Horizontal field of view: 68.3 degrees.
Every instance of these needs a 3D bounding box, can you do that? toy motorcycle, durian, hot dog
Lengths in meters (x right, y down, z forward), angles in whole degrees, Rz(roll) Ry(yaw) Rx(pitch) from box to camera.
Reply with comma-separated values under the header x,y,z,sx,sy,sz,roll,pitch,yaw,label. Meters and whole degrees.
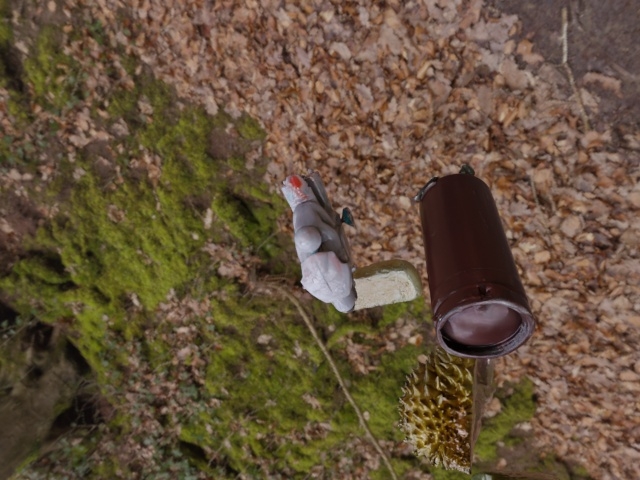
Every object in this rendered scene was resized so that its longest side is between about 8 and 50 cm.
x,y,z,sx,sy,sz,roll,pitch,yaw,label
0.000,0.000,0.800,0.171,0.110,0.261,14,-124,-74,toy motorcycle
0.205,0.233,0.749,0.137,0.249,0.183,-6,102,37,durian
0.115,0.092,1.007,0.242,0.073,0.084,-21,110,43,hot dog

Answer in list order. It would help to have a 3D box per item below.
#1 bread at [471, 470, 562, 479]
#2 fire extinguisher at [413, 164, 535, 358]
x,y,z,sx,sy,sz,roll,pitch,yaw,label
0.275,0.381,0.550,0.257,0.186,0.124,46,175,24,bread
0.162,0.002,0.549,0.105,0.104,0.269,54,-154,-34,fire extinguisher
